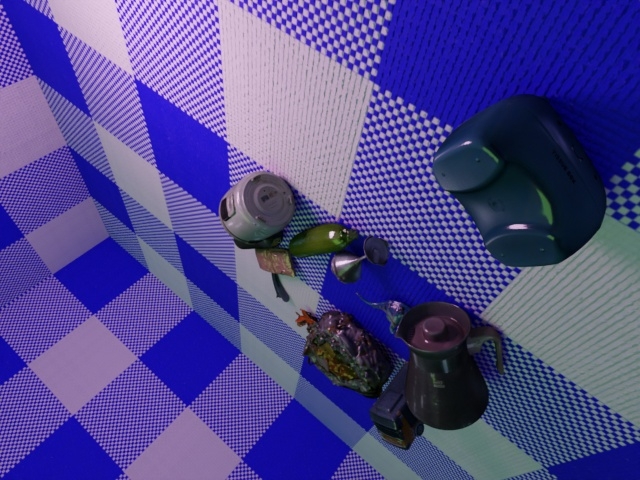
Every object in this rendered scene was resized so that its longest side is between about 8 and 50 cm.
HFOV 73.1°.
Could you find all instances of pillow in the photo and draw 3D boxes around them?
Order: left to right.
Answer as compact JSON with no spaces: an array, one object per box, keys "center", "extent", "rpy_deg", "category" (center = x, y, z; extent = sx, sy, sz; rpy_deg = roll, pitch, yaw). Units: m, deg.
[{"center":[-0.193,0.082,1.787],"extent":[0.233,0.043,0.126],"rpy_deg":[10,121,43],"category":"pillow"}]

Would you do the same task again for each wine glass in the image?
[{"center":[0.127,0.057,1.332],"extent":[0.122,0.122,0.183],"rpy_deg":[49,144,-5],"category":"wine glass"}]

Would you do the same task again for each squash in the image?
[{"center":[0.000,0.000,1.425],"extent":[0.101,0.101,0.379],"rpy_deg":[55,152,-14],"category":"squash"}]

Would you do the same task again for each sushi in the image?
[{"center":[0.107,0.457,1.745],"extent":[0.418,0.176,0.417],"rpy_deg":[29,145,23],"category":"sushi"}]

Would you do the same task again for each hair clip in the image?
[{"center":[-0.194,0.180,1.921],"extent":[0.070,0.039,0.229],"rpy_deg":[21,140,37],"category":"hair clip"}]

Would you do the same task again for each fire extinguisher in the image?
[{"center":[-0.233,-0.014,1.678],"extent":[0.311,0.114,0.095],"rpy_deg":[-5,97,51],"category":"fire extinguisher"}]

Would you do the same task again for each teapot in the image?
[{"center":[0.381,0.369,1.277],"extent":[0.300,0.253,0.344],"rpy_deg":[-11,122,11],"category":"teapot"}]

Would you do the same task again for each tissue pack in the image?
[{"center":[0.362,-0.111,0.778],"extent":[0.287,0.206,0.198],"rpy_deg":[52,157,-6],"category":"tissue pack"}]

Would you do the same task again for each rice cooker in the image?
[{"center":[-0.221,-0.109,1.452],"extent":[0.226,0.226,0.244],"rpy_deg":[52,151,-9],"category":"rice cooker"}]

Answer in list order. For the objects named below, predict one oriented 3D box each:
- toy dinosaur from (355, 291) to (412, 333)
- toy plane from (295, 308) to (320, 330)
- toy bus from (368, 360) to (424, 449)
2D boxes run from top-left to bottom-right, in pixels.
[{"center":[0.263,0.250,1.419],"extent":[0.329,0.076,0.144],"rpy_deg":[5,119,42],"category":"toy dinosaur"},{"center":[-0.031,0.359,1.922],"extent":[0.188,0.062,0.135],"rpy_deg":[-2,126,34],"category":"toy plane"},{"center":[0.312,0.584,1.550],"extent":[0.139,0.275,0.167],"rpy_deg":[-2,123,51],"category":"toy bus"}]
